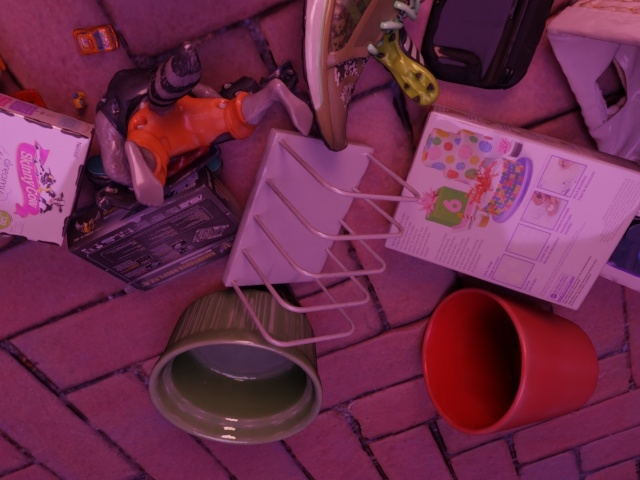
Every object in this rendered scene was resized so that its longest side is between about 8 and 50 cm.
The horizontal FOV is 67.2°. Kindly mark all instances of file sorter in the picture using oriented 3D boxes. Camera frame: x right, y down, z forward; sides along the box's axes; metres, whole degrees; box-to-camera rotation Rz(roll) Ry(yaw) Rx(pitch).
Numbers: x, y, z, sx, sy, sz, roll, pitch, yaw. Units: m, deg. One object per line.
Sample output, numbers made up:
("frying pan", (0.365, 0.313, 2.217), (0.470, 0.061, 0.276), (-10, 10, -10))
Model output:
("file sorter", (0.000, 0.000, 0.751), (0.192, 0.173, 0.278), (0, 124, -38))

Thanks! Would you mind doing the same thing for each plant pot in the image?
("plant pot", (0.378, 0.237, 0.944), (0.243, 0.275, 0.275), (10, 119, -24))

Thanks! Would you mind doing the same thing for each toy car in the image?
("toy car", (-0.317, -0.239, 0.675), (0.060, 0.040, 0.122), (6, 119, -11))

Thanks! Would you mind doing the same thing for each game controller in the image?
("game controller", (0.254, -0.376, 0.670), (0.166, 0.067, 0.319), (13, 119, 1))

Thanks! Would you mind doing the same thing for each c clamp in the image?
("c clamp", (-0.108, 0.135, 0.944), (0.137, 0.022, 0.161), (-31, 119, 5))

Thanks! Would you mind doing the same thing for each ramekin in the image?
("ramekin", (-0.146, 0.231, 0.896), (0.303, 0.148, 0.303), (0, 127, 0))

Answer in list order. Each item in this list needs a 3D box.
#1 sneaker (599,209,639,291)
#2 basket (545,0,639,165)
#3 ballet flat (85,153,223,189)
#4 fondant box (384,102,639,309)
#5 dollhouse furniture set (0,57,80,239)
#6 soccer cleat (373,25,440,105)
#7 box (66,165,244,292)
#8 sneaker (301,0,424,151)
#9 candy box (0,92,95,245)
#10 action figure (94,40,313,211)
("sneaker", (0.659, -0.016, 0.891), (0.322, 0.130, 0.236), (17, 121, -11))
("basket", (0.547, -0.225, 0.630), (0.266, 0.331, 0.328), (-42, 122, 7))
("ballet flat", (-0.255, -0.104, 0.756), (0.203, 0.074, 0.074), (-4, 121, -13))
("fondant box", (0.297, -0.055, 0.776), (0.330, 0.096, 0.238), (18, 119, 5))
("dollhouse furniture set", (-0.511, -0.137, 0.683), (0.259, 0.135, 0.262), (-21, 122, -9))
("soccer cleat", (0.113, -0.275, 0.706), (0.060, 0.072, 0.179), (-33, 99, 26))
("box", (-0.242, -0.013, 0.769), (0.231, 0.056, 0.183), (-24, 149, 7))
("sneaker", (0.073, -0.306, 0.598), (0.182, 0.158, 0.410), (6, 117, -1))
("candy box", (-0.412, -0.098, 0.615), (0.196, 0.070, 0.165), (15, 111, -26))
("action figure", (-0.157, -0.177, 0.601), (0.341, 0.330, 0.178), (-44, 128, -18))
